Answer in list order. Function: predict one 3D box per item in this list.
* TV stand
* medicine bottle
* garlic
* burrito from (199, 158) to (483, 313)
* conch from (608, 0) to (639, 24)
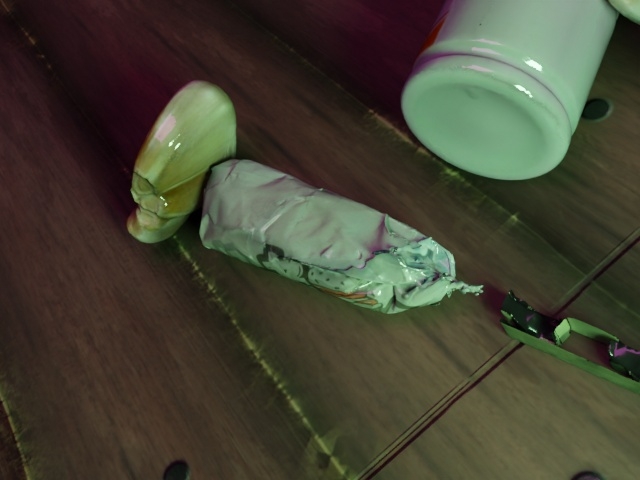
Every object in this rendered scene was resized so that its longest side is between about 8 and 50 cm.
[{"bbox_3d":[0.283,0.112,0.830,0.249,0.036,0.042,24,69,41],"label":"TV stand"},{"bbox_3d":[0.243,-0.252,1.026,0.202,0.202,0.316,9,61,36],"label":"medicine bottle"},{"bbox_3d":[-0.178,-0.120,1.204,0.110,0.217,0.228,22,49,5],"label":"garlic"},{"bbox_3d":[0.000,0.000,1.045,0.445,0.101,0.139,23,56,41],"label":"burrito"},{"bbox_3d":[0.406,-0.272,0.925,0.158,0.255,0.127,-33,61,24],"label":"conch"}]
